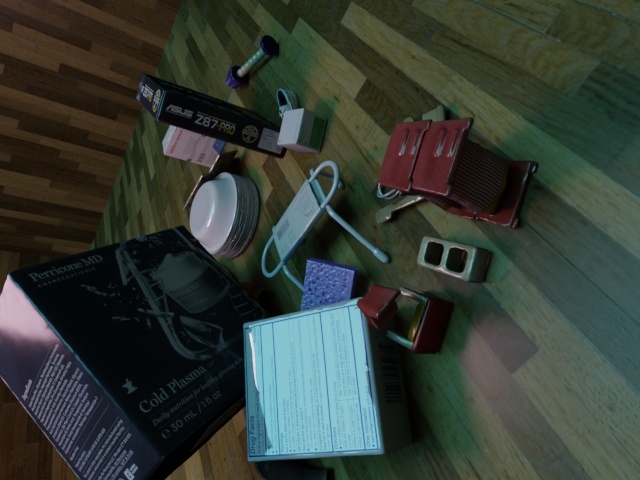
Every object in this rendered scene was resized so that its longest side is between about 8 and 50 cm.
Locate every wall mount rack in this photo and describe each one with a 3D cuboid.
[{"bbox_3d":[0.000,0.000,1.065,0.350,0.130,0.304,-53,40,29],"label":"wall mount rack"}]

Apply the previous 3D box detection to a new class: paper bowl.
[{"bbox_3d":[-0.338,-0.090,1.507,0.284,0.148,0.284,-21,63,48],"label":"paper bowl"}]

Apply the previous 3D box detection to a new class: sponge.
[{"bbox_3d":[0.012,0.151,1.004,0.117,0.031,0.210,14,103,23],"label":"sponge"}]

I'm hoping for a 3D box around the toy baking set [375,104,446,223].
[{"bbox_3d":[0.198,-0.149,0.925,0.197,0.030,0.256,17,93,56],"label":"toy baking set"}]

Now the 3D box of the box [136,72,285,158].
[{"bbox_3d":[-0.331,-0.383,1.375,0.318,0.395,0.097,40,114,51],"label":"box"}]

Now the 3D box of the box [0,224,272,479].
[{"bbox_3d":[-0.399,0.261,1.067,0.472,0.480,0.297,42,118,12],"label":"box"}]

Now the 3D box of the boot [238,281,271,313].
[{"bbox_3d":[-0.234,0.265,1.322,0.220,0.109,0.283,-3,71,48],"label":"boot"}]

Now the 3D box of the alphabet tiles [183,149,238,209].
[{"bbox_3d":[-0.380,-0.220,1.587,0.009,0.198,0.237,40,118,5],"label":"alphabet tiles"}]

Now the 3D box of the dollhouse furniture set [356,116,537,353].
[{"bbox_3d":[0.191,0.012,0.740,0.152,0.201,0.374,19,95,53],"label":"dollhouse furniture set"}]

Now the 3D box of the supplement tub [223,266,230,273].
[{"bbox_3d":[-0.425,0.209,1.495,0.191,0.191,0.272,25,100,52],"label":"supplement tub"}]

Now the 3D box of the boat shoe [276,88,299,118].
[{"bbox_3d":[-0.096,-0.386,1.342,0.066,0.063,0.184,-34,55,43],"label":"boat shoe"}]

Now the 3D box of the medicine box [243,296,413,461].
[{"bbox_3d":[0.004,0.276,0.878,0.289,0.149,0.263,-17,66,27],"label":"medicine box"}]

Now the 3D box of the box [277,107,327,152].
[{"bbox_3d":[-0.051,-0.303,1.240,0.102,0.087,0.101,14,92,53],"label":"box"}]

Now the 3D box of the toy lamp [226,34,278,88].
[{"bbox_3d":[-0.255,-0.633,1.613,0.274,0.080,0.080,-16,68,48],"label":"toy lamp"}]

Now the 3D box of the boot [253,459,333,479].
[{"bbox_3d":[-0.054,0.540,1.031,0.207,0.090,0.248,-28,56,31],"label":"boot"}]

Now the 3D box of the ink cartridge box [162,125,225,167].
[{"bbox_3d":[-0.492,-0.387,1.742,0.148,0.203,0.086,-51,44,30],"label":"ink cartridge box"}]
